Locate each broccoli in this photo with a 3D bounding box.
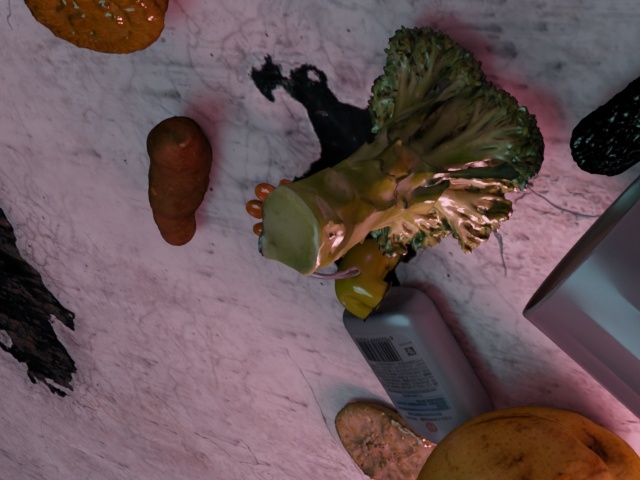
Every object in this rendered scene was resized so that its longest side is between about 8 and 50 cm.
[{"bbox_3d":[0.075,-0.081,1.122,0.221,0.361,0.252,44,109,13],"label":"broccoli"}]

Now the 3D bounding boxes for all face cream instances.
[{"bbox_3d":[0.165,0.217,1.563,0.163,0.080,0.336,-10,118,50],"label":"face cream"}]

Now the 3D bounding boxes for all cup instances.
[{"bbox_3d":[0.415,0.063,1.038,0.327,0.237,0.323,41,117,7],"label":"cup"}]

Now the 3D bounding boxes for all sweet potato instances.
[{"bbox_3d":[-0.206,-0.102,1.613,0.354,0.095,0.106,109,157,-64],"label":"sweet potato"}]

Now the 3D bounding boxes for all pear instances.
[{"bbox_3d":[0.263,0.360,1.415,0.314,0.314,0.314,28,142,24],"label":"pear"}]

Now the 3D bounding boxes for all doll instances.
[{"bbox_3d":[0.000,0.000,1.461,0.221,0.135,0.143,33,148,-4],"label":"doll"}]

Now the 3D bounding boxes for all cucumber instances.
[{"bbox_3d":[0.337,-0.149,1.005,0.072,0.072,0.300,45,146,1],"label":"cucumber"}]

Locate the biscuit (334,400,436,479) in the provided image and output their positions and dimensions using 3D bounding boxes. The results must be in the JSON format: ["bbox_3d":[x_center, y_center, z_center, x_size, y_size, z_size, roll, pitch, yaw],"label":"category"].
[{"bbox_3d":[0.115,0.345,1.795,0.220,0.033,0.220,27,141,24],"label":"biscuit"}]

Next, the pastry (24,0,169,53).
[{"bbox_3d":[-0.281,-0.323,1.392,0.189,0.103,0.189,9,156,4],"label":"pastry"}]
